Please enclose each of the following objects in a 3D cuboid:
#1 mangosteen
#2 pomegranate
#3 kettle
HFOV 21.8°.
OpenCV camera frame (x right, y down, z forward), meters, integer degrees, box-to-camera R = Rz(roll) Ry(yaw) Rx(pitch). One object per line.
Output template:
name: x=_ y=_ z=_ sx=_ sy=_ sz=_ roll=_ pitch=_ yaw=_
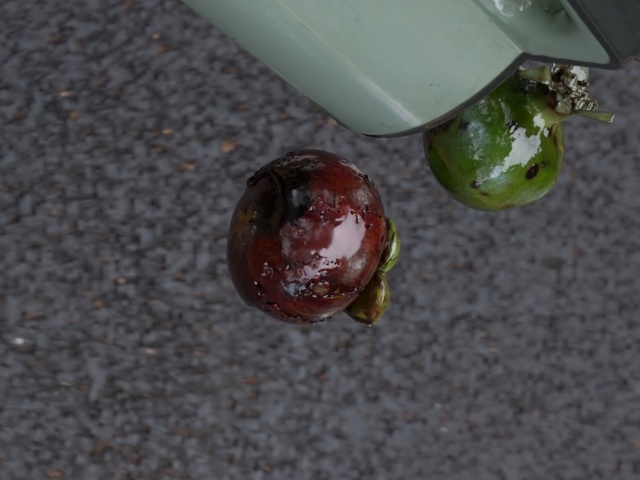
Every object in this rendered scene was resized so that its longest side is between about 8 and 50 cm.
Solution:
mangosteen: x=0.000 y=0.000 z=1.582 sx=0.180 sy=0.166 sz=0.166 roll=17 pitch=82 yaw=-43
pomegranate: x=0.166 y=-0.107 z=1.509 sx=0.148 sy=0.169 sz=0.148 roll=19 pitch=43 yaw=-18
kettle: x=0.000 y=-0.238 z=0.943 sx=0.376 sy=0.361 sz=0.250 roll=38 pitch=77 yaw=-34
